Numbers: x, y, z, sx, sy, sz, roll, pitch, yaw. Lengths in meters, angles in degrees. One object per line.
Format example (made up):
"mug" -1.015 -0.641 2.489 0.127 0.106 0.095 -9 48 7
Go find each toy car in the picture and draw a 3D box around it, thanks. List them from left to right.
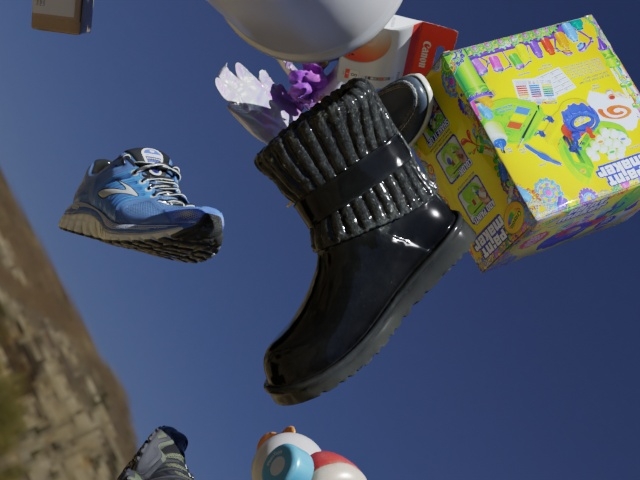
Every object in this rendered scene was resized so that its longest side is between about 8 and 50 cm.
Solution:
"toy car" -0.048 0.373 2.089 0.219 0.210 0.238 33 5 -33

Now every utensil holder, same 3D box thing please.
"utensil holder" -0.051 -0.453 2.064 0.328 0.327 0.385 63 8 8

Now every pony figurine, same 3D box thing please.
"pony figurine" 0.007 -0.241 2.499 0.351 0.363 0.303 54 28 -18

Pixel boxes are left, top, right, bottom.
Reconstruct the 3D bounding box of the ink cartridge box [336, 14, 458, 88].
"ink cartridge box" 0.121 -0.299 2.306 0.179 0.045 0.145 16 -37 4

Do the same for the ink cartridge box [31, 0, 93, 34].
"ink cartridge box" -0.428 -0.469 2.400 0.193 0.088 0.235 -111 -153 -82

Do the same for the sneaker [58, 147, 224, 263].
"sneaker" -0.245 -0.058 1.961 0.330 0.129 0.147 13 -93 48

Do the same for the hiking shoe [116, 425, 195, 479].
"hiking shoe" -0.184 0.302 1.685 0.114 0.086 0.227 37 19 -3

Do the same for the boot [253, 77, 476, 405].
"boot" -0.001 -0.001 1.708 0.260 0.348 0.131 50 -20 -18

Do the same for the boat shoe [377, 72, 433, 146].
"boat shoe" 0.067 -0.160 2.057 0.254 0.079 0.095 -33 -108 50

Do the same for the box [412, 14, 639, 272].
"box" 0.318 -0.144 2.075 0.279 0.289 0.177 63 -31 17
